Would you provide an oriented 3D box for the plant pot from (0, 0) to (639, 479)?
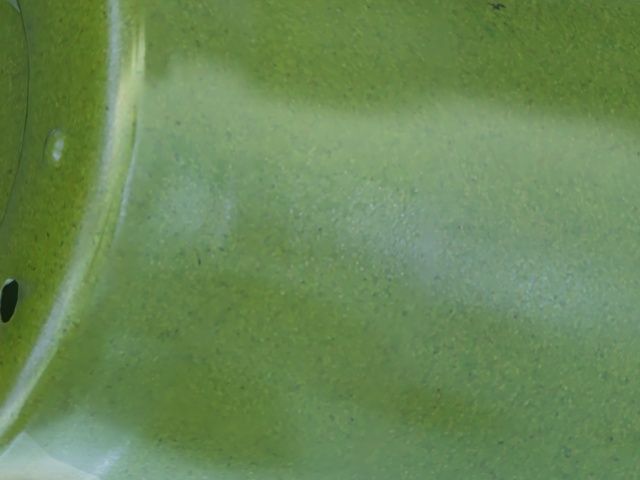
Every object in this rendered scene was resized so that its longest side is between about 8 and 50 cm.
[{"bbox_3d":[0.000,0.000,0.746,0.353,0.366,0.366,12,116,-38],"label":"plant pot"}]
